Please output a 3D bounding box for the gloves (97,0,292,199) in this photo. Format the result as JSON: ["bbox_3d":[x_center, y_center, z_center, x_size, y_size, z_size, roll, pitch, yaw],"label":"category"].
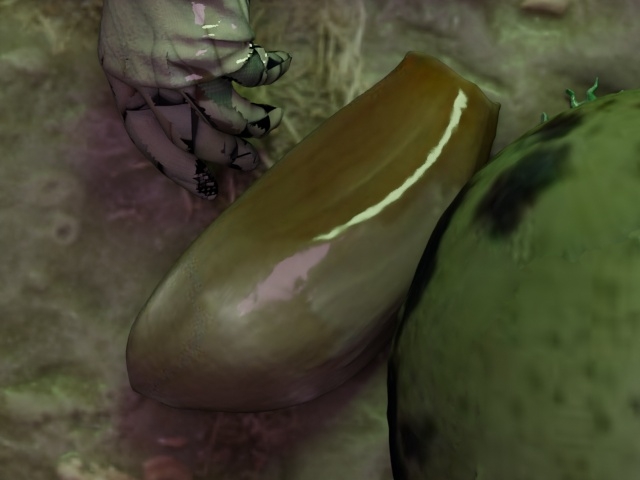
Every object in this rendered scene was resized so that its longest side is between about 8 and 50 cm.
[{"bbox_3d":[-0.091,-0.119,0.917,0.127,0.111,0.212,5,112,17],"label":"gloves"}]

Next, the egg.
[{"bbox_3d":[0.212,0.125,0.801,0.345,0.345,0.428,-9,104,4],"label":"egg"}]

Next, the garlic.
[{"bbox_3d":[0.006,0.007,0.945,0.143,0.112,0.318,44,82,6],"label":"garlic"}]

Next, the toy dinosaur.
[{"bbox_3d":[0.184,-0.071,0.965,0.062,0.021,0.083,4,88,-8],"label":"toy dinosaur"}]
